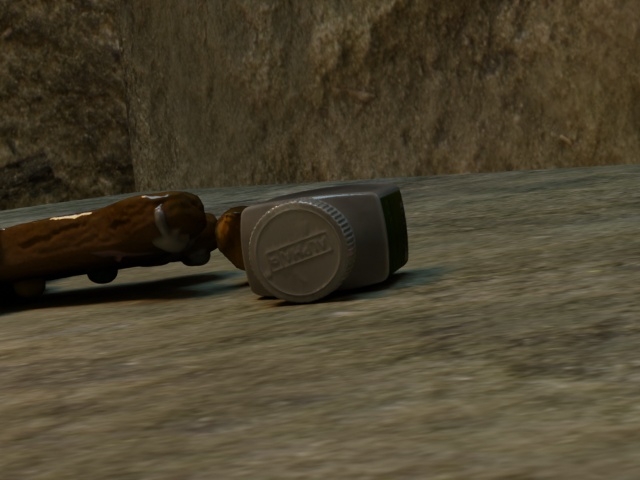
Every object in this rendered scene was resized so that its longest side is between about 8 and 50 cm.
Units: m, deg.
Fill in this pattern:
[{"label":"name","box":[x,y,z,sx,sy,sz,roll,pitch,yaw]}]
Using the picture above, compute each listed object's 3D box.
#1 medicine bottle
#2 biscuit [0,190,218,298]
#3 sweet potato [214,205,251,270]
[{"label":"medicine bottle","box":[0.000,0.000,1.443,0.132,0.088,0.188,-6,5,13]},{"label":"biscuit","box":[-0.313,0.029,1.625,0.432,0.064,0.283,-10,-7,4]},{"label":"sweet potato","box":[-0.024,0.001,1.633,0.077,0.077,0.243,-3,-3,34]}]
